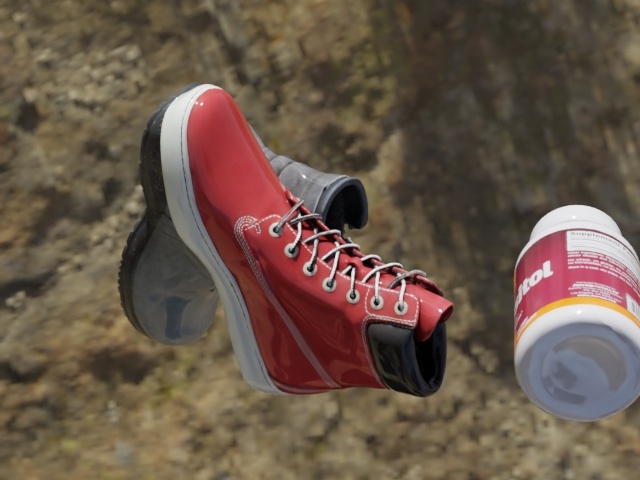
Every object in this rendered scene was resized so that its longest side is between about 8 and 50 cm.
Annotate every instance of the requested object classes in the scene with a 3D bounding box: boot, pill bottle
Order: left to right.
[{"bbox_3d":[-0.073,0.030,1.760,0.222,0.338,0.118,35,55,22],"label":"boot"},{"bbox_3d":[0.000,0.000,1.266,0.088,0.176,0.244,-46,124,-42],"label":"boot"},{"bbox_3d":[0.168,0.042,1.209,0.086,0.086,0.152,50,23,-21],"label":"pill bottle"}]
